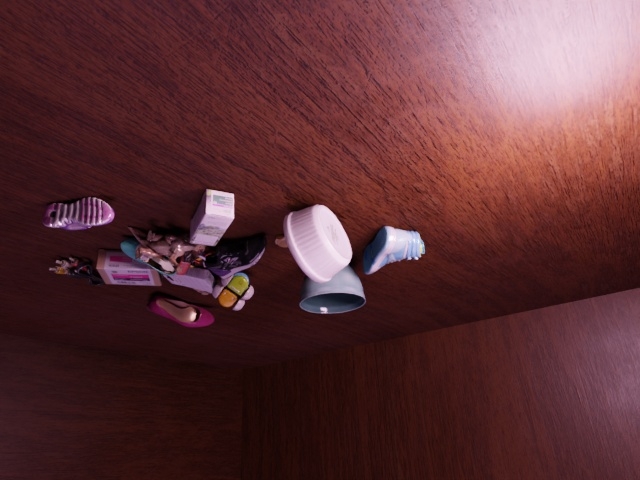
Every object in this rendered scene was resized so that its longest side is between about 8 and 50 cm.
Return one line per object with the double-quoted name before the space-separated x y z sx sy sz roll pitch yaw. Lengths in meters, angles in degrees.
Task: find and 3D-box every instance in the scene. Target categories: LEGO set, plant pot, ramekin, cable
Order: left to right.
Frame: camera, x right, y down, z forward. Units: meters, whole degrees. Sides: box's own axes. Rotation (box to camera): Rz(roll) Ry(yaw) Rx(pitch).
"cable" -1.018 0.130 1.892 0.139 0.072 0.287 -24 164 3
"LEGO set" -0.444 0.092 1.855 0.244 0.060 0.182 1 150 -7
"ramekin" 0.000 0.000 1.503 0.127 0.273 0.273 -29 146 20
"plant pot" 0.048 0.193 1.958 0.293 0.196 0.293 -3 153 -1

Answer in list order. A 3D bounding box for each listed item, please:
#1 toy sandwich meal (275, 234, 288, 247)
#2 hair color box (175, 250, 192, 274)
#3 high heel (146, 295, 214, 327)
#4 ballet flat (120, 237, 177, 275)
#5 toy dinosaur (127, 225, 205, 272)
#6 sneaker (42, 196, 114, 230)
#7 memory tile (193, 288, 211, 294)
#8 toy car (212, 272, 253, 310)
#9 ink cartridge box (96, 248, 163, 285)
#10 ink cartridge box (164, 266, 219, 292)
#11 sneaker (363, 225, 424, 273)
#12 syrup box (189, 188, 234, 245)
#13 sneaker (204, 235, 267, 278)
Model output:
"toy sandwich meal" -0.139 0.000 1.736 0.085 0.029 0.086 -7 153 -4
"hair color box" -0.570 0.087 1.807 0.043 0.072 0.141 11 150 -26
"high heel" -0.728 0.384 2.320 0.377 0.127 0.181 16 158 -29
"ballet flat" -0.651 0.063 1.695 0.087 0.083 0.247 4 152 44
"toy dinosaur" -0.568 0.021 1.638 0.295 0.127 0.200 14 -171 0
"sneaker" -0.779 -0.078 1.436 0.236 0.095 0.104 -3 161 10
"memory tile" -0.578 0.241 2.187 0.113 0.012 0.148 -11 153 15
"toy car" -0.401 0.223 2.038 0.159 0.136 0.182 37 111 -10
"ink cartridge box" -0.791 0.117 1.825 0.234 0.088 0.193 3 154 -12
"ink cartridge box" -0.607 0.172 2.025 0.232 0.066 0.189 15 156 10
"sneaker" 0.307 0.058 1.800 0.208 0.127 0.319 5 154 -14
"syrup box" -0.371 -0.072 1.478 0.093 0.096 0.237 8 151 -26
"sneaker" -0.341 0.056 1.717 0.283 0.107 0.124 -32 134 24
